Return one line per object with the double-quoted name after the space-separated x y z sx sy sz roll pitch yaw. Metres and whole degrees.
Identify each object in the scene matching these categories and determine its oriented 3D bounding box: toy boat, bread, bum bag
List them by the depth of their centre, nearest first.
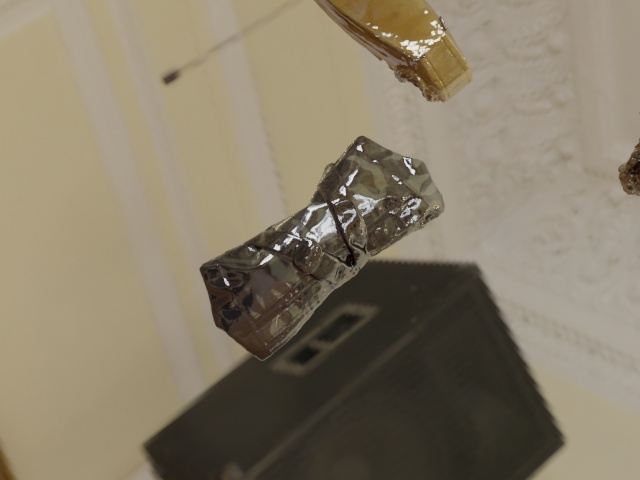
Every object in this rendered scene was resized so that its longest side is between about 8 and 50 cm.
0.041 -0.185 1.243 0.206 0.064 0.072 47 -6 26 "toy boat"
0.354 -0.088 1.579 0.113 0.082 0.060 96 -20 -46 "bread"
0.000 0.000 1.966 0.144 0.340 0.095 51 -9 -2 "bum bag"
